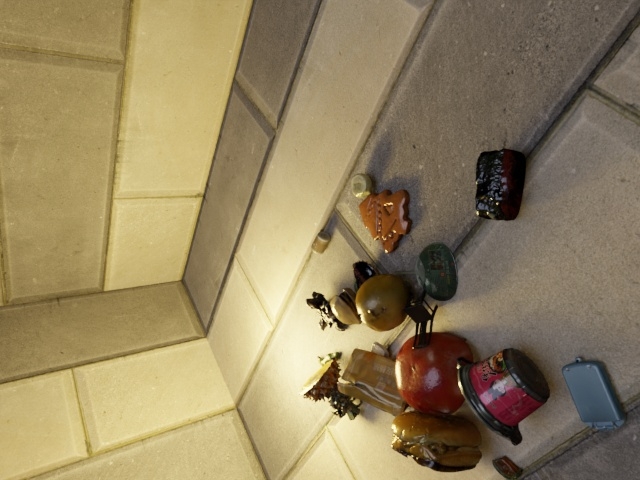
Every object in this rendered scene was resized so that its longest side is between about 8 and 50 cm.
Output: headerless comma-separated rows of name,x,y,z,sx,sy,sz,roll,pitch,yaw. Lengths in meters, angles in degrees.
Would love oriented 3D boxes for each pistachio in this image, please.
pistachio,0.126,0.304,2.018,0.153,0.137,0.237,28,157,43

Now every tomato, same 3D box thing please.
tomato,0.391,0.477,1.631,0.338,0.144,0.338,-38,40,41

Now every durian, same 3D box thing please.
durian,0.207,0.185,1.994,0.108,0.119,0.186,73,-172,-69

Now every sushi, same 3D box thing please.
sushi,0.565,-0.176,1.401,0.126,0.136,0.224,12,100,44

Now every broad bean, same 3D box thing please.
broad bean,0.037,0.624,2.309,0.195,0.046,0.061,-32,72,53

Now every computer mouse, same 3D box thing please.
computer mouse,0.259,0.549,1.995,0.102,0.045,0.198,29,121,42

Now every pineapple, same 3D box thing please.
pineapple,0.077,0.756,2.161,0.272,0.262,0.262,45,136,3

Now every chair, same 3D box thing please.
chair,0.367,0.295,1.654,0.084,0.212,0.101,-29,108,39

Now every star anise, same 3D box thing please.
star anise,0.032,0.359,2.187,0.283,0.129,0.212,38,159,32

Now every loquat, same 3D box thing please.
loquat,0.264,0.251,1.810,0.244,0.244,0.243,11,104,52

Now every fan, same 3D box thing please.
fan,0.424,0.102,1.734,0.294,0.012,0.223,35,122,45

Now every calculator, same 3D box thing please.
calculator,0.786,0.441,1.274,0.121,0.039,0.210,-34,67,48

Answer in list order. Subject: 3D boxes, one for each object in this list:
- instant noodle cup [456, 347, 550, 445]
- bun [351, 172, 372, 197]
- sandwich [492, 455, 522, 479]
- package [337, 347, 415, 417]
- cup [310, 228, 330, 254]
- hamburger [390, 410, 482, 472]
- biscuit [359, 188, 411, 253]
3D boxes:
instant noodle cup,0.592,0.458,1.393,0.181,0.259,0.302,-48,68,28
bun,0.188,-0.245,1.952,0.115,0.069,0.115,12,105,51
sandwich,0.643,0.790,1.530,0.101,0.026,0.069,29,119,48
package,0.239,0.619,1.886,0.312,0.165,0.221,11,110,40
cup,0.007,0.004,2.251,0.074,0.102,0.099,29,125,3
hamburger,0.416,0.725,1.609,0.305,0.285,0.174,-14,71,53
biscuit,0.264,-0.102,1.892,0.306,0.043,0.283,30,119,47
